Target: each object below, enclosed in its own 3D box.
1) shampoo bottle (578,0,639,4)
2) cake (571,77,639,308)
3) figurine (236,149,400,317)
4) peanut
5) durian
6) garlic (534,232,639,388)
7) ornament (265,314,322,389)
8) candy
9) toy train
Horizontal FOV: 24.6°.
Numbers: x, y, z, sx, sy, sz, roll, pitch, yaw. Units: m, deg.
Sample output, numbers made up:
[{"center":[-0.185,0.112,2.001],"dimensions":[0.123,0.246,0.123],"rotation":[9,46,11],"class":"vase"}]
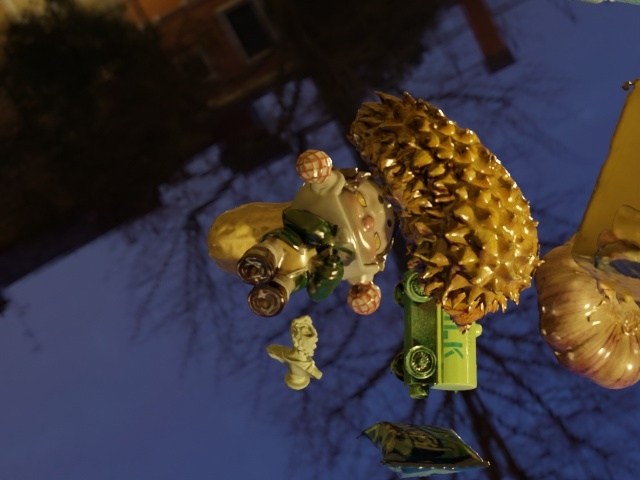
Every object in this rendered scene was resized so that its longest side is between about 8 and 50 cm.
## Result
[{"center":[0.182,-0.239,1.241],"dimensions":[0.259,0.061,0.104],"rotation":[7,-171,-10],"class":"shampoo bottle"},{"center":[0.387,-0.037,1.410],"dimensions":[0.222,0.286,0.227],"rotation":[9,-103,49],"class":"cake"},{"center":[0.000,0.000,2.304],"dimensions":[0.167,0.281,0.370],"rotation":[-11,-163,36],"class":"figurine"},{"center":[-0.044,-0.009,2.542],"dimensions":[0.306,0.147,0.147],"rotation":[-11,-163,-4],"class":"peanut"},{"center":[0.154,-0.039,1.848],"dimensions":[0.112,0.341,0.191],"rotation":[-32,-172,-41],"class":"durian"},{"center":[0.413,0.106,2.186],"dimensions":[0.245,0.245,0.160],"rotation":[-44,-175,-38],"class":"garlic"},{"center":[-0.026,0.134,1.684],"dimensions":[0.092,0.068,0.041],"rotation":[-46,-178,47],"class":"ornament"},{"center":[0.171,0.363,2.540],"dimensions":[0.187,0.077,0.331],"rotation":[0,-175,-5],"class":"candy"},{"center":[0.212,0.156,2.610],"dimensions":[0.157,0.253,0.105],"rotation":[4,164,-13],"class":"toy train"}]
